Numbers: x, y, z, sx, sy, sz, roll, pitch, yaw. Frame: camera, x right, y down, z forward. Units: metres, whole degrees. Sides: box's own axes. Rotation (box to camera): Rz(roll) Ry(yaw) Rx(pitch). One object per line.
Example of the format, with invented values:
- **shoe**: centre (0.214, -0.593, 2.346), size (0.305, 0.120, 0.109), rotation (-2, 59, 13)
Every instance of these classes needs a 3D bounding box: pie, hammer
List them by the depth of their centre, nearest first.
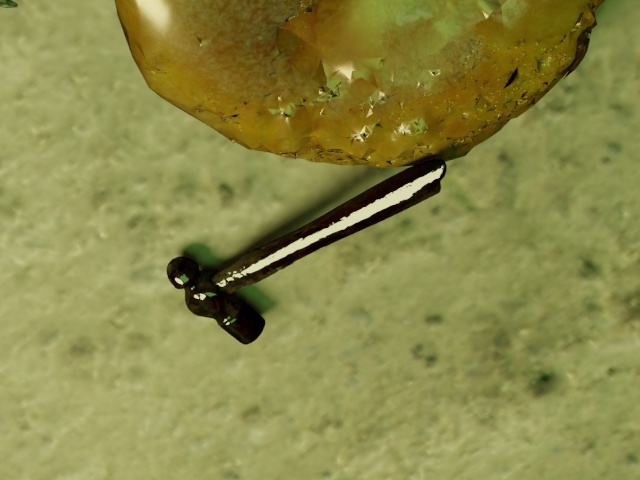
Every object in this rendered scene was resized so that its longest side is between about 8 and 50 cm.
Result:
- **pie**: centre (0.019, -0.147, 0.874), size (0.273, 0.069, 0.273), rotation (-4, 123, -6)
- **hammer**: centre (0.000, 0.000, 0.966), size (0.178, 0.021, 0.065), rotation (-29, 120, 30)

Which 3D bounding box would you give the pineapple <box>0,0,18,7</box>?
- **pineapple**: centre (-0.300, -0.153, 0.832), size (0.209, 0.286, 0.344), rotation (-12, 126, -49)
